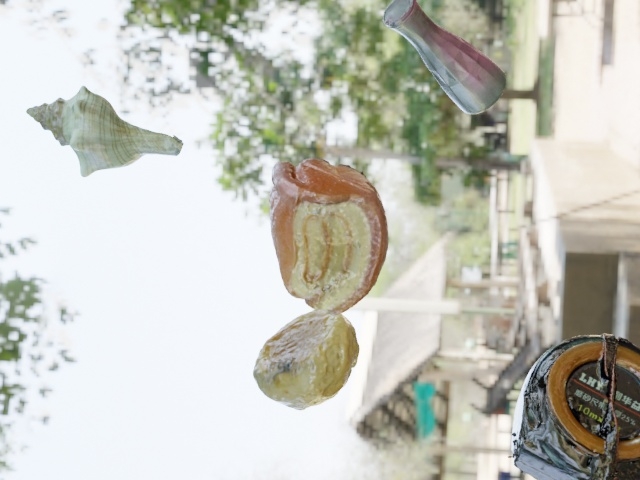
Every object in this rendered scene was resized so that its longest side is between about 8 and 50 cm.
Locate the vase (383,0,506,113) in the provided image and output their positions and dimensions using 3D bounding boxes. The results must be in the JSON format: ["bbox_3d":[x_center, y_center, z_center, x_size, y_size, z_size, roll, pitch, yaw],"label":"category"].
[{"bbox_3d":[0.182,-0.280,1.690,0.214,0.086,0.086,37,-134,-33],"label":"vase"}]

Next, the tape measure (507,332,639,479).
[{"bbox_3d":[0.343,0.227,1.414,0.223,0.202,0.135,-55,-15,-31],"label":"tape measure"}]

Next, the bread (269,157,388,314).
[{"bbox_3d":[0.013,0.001,1.813,0.123,0.190,0.244,-86,-5,-66],"label":"bread"}]

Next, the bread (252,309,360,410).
[{"bbox_3d":[-0.019,0.251,2.337,0.134,0.244,0.244,52,-152,-25],"label":"bread"}]

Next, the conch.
[{"bbox_3d":[-0.350,-0.154,1.770,0.114,0.234,0.137,-54,3,-37],"label":"conch"}]
